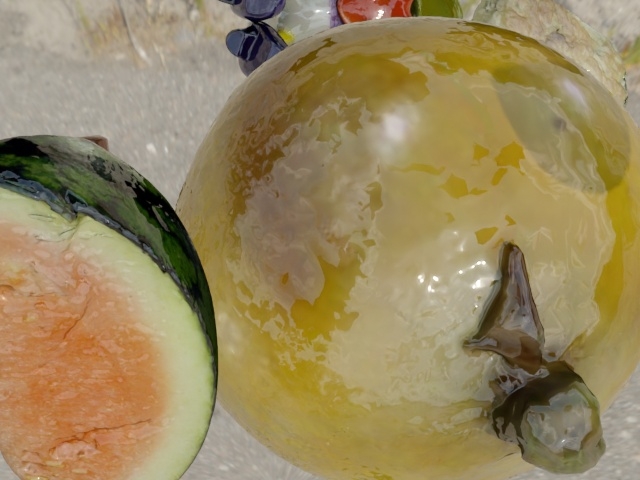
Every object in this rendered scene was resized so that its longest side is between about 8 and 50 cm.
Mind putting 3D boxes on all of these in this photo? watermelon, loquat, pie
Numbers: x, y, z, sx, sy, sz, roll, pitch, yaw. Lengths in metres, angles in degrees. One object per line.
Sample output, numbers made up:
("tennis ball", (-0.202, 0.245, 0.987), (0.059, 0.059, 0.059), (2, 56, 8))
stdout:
("watermelon", (-0.106, 0.045, 0.578), (0.119, 0.245, 0.063), (-16, 43, -9))
("loquat", (0.077, 0.024, 0.814), (0.328, 0.328, 0.359), (-30, 39, -7))
("pie", (0.265, -0.197, 1.445), (0.218, 0.052, 0.185), (27, 54, -22))

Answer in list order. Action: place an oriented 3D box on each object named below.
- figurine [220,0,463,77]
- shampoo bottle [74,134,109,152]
("figurine", (0.038, -0.282, 1.565), (0.420, 0.193, 0.154), (-11, 102, -36))
("shampoo bottle", (-0.270, 0.002, 1.451), (0.085, 0.085, 0.244), (-7, 93, -3))
